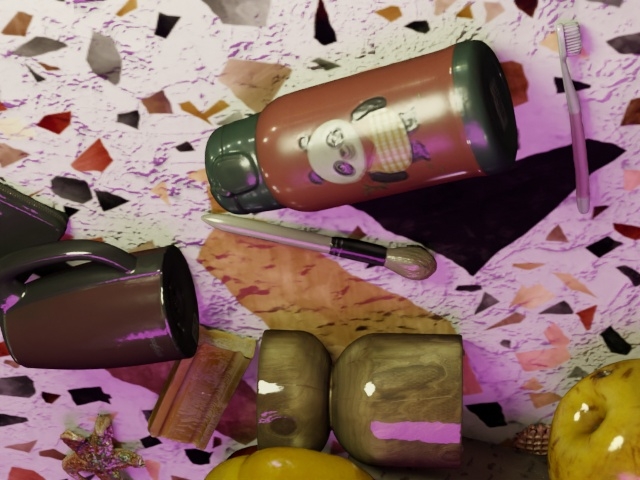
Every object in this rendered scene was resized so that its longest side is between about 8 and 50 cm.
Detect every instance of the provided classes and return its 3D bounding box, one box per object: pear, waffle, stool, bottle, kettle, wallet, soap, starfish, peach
[{"bbox_3d":[0.427,0.287,1.838,0.281,0.280,0.280,3,139,3],"label":"pear"},{"bbox_3d":[0.319,0.292,2.027,0.075,0.029,0.083,25,133,-21],"label":"waffle"},{"bbox_3d":[0.056,0.208,1.845,0.264,0.179,0.179,1,138,5],"label":"stool"},{"bbox_3d":[0.036,-0.107,1.522,0.336,0.144,0.144,-14,135,22],"label":"bottle"},{"bbox_3d":[-0.288,0.082,1.746,0.232,0.144,0.202,-10,138,10],"label":"kettle"},{"bbox_3d":[-0.444,-0.034,1.725,0.250,0.044,0.149,28,130,-23],"label":"wallet"},{"bbox_3d":[-0.171,0.210,1.976,0.092,0.037,0.252,17,138,-11],"label":"soap"},{"bbox_3d":[-0.330,0.327,2.130,0.150,0.053,0.209,1,144,24],"label":"starfish"},{"bbox_3d":[-0.039,0.350,1.788,0.251,0.153,0.251,6,140,5],"label":"peach"}]

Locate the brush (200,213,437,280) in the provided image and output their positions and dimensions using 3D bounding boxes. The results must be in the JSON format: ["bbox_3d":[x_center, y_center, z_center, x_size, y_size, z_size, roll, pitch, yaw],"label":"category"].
[{"bbox_3d":[0.000,0.000,1.729,0.299,0.039,0.042,14,134,-5],"label":"brush"}]

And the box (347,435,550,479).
[{"bbox_3d":[0.170,0.405,1.972,0.297,0.190,0.225,13,112,4],"label":"box"}]

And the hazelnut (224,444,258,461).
[{"bbox_3d":[-0.069,0.406,2.062,0.208,0.208,0.208,3,139,3],"label":"hazelnut"}]

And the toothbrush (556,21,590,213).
[{"bbox_3d":[0.286,-0.130,1.559,0.025,0.020,0.286,-10,137,7],"label":"toothbrush"}]
